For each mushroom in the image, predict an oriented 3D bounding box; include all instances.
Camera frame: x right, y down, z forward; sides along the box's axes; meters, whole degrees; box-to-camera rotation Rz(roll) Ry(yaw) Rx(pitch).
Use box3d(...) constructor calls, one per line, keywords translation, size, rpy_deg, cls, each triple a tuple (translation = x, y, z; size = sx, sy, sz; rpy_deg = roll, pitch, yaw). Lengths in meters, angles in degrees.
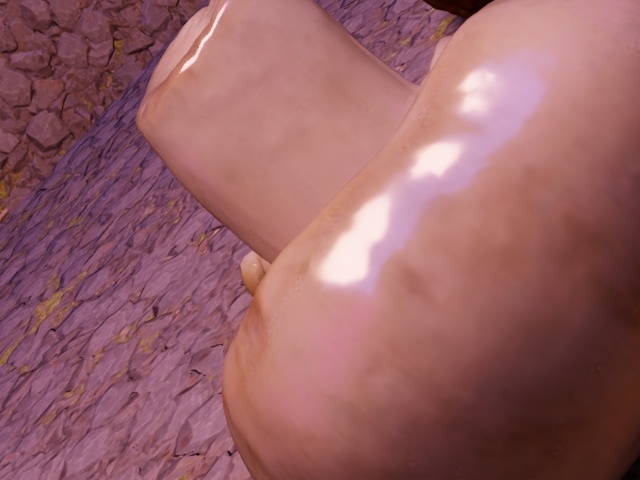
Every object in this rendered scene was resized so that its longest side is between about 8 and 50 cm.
box3d(translation=(0.076, 0.008, 0.690), size=(0.353, 0.353, 0.325), rpy_deg=(-37, 31, 16), cls="mushroom")

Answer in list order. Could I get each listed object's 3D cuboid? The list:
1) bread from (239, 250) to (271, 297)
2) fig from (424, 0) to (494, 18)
box3d(translation=(0.000, 0.000, 1.181), size=(0.177, 0.084, 0.119), rpy_deg=(-19, 33, 44), cls="bread")
box3d(translation=(0.150, -0.437, 1.368), size=(0.286, 0.369, 0.286), rpy_deg=(-35, 13, 9), cls="fig")
